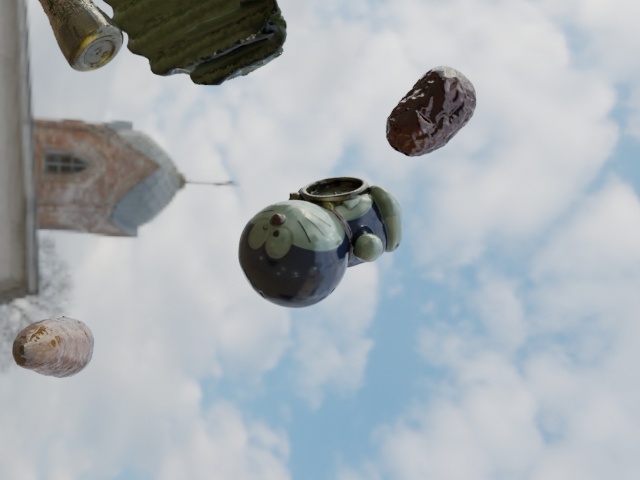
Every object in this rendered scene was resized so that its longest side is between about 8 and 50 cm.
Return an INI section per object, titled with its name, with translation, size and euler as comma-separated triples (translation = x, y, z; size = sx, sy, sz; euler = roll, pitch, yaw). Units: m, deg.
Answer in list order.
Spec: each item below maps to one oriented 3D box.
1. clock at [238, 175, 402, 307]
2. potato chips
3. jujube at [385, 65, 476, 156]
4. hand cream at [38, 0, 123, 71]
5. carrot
[clock]
translation = 0.000, 0.000, 1.376
size = 0.199, 0.243, 0.147
euler = 20, -54, 43
[potato chips]
translation = -0.221, -0.421, 1.580
size = 0.429, 0.070, 0.359
euler = -8, -75, 47
[jujube]
translation = 0.125, -0.144, 1.113
size = 0.077, 0.129, 0.077
euler = 29, -35, 23
[hand cream]
translation = -0.354, -0.324, 1.341
size = 0.203, 0.084, 0.084
euler = 52, -47, 18
[carrot]
translation = -0.293, 0.117, 1.053
size = 0.205, 0.072, 0.072
euler = 126, -38, -85
